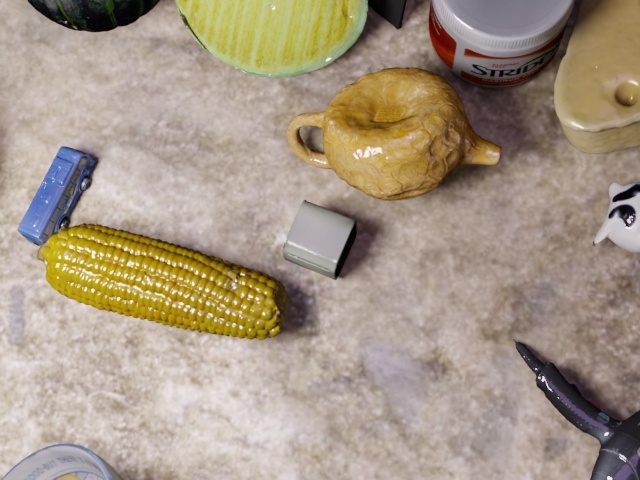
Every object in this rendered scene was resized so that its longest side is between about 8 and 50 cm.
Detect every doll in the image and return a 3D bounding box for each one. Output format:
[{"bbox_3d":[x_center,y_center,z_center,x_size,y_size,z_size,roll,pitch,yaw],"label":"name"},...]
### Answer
[{"bbox_3d":[0.485,-0.022,1.642,0.180,0.107,0.110,18,69,7],"label":"doll"}]

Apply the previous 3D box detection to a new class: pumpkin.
[{"bbox_3d":[-0.326,-0.410,1.738,0.249,0.216,0.250,-7,51,8],"label":"pumpkin"}]

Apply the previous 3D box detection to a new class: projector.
[{"bbox_3d":[0.000,0.000,1.671,0.082,0.083,0.083,22,77,8],"label":"projector"}]

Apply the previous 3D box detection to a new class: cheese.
[{"bbox_3d":[0.536,-0.291,1.666,0.383,0.104,0.384,-7,68,19],"label":"cheese"}]

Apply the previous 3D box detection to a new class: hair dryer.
[{"bbox_3d":[0.380,0.204,1.606,0.271,0.091,0.235,39,71,15],"label":"hair dryer"}]

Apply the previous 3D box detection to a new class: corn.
[{"bbox_3d":[-0.222,0.061,1.649,0.363,0.120,0.120,16,77,7],"label":"corn"}]

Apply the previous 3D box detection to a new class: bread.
[{"bbox_3d":[-0.072,-0.371,1.700,0.301,0.301,0.045,-4,34,2],"label":"bread"}]

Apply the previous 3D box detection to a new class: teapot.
[{"bbox_3d":[0.101,-0.131,1.673,0.311,0.167,0.203,0,46,21],"label":"teapot"}]

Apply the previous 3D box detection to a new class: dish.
[{"bbox_3d":[-0.331,0.419,1.557,0.273,0.134,0.273,-18,54,27],"label":"dish"}]

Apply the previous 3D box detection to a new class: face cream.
[{"bbox_3d":[0.258,-0.340,1.694,0.201,0.187,0.201,-1,75,2],"label":"face cream"}]

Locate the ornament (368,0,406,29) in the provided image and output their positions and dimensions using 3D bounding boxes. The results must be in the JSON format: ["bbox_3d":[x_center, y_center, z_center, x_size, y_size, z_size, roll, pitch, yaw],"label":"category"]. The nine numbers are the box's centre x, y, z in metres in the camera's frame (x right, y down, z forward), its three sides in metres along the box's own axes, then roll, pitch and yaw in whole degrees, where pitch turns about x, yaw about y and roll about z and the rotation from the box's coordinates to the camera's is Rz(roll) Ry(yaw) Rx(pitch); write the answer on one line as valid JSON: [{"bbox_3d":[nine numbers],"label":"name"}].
[{"bbox_3d":[0.127,-0.461,1.767,0.166,0.153,0.196,42,71,12],"label":"ornament"}]

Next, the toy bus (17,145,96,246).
[{"bbox_3d":[-0.383,-0.064,1.719,0.051,0.061,0.153,22,79,14],"label":"toy bus"}]
